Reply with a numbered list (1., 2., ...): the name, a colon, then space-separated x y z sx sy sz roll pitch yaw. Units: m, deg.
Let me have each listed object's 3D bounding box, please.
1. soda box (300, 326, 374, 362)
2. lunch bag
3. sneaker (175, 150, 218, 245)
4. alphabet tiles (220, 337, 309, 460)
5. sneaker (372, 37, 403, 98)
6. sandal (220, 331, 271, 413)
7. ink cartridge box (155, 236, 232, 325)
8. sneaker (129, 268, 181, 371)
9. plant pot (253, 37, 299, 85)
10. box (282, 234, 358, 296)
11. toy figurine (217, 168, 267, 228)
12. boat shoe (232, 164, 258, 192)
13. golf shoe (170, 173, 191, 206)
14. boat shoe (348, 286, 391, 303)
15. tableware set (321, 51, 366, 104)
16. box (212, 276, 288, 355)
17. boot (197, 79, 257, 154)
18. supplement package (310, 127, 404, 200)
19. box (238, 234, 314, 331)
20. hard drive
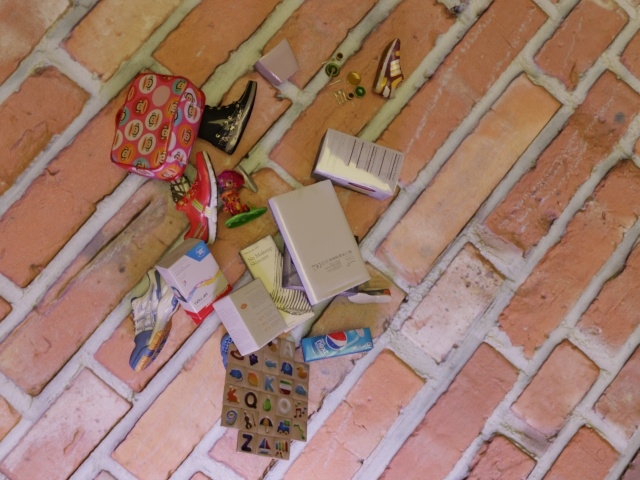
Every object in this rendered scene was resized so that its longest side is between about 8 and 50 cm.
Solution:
1. soda box: 0.049 0.315 1.731 0.209 0.071 0.067 -9 74 -8
2. lunch bag: -0.479 -0.326 1.629 0.258 0.120 0.293 13 83 25
3. sneaker: -0.349 -0.114 1.617 0.118 0.107 0.279 0 109 -12
4. alphabet tiles: -0.149 0.433 1.623 0.285 0.011 0.343 23 55 -32
5. sneaker: 0.227 -0.538 1.801 0.083 0.069 0.186 20 91 -16
6. sandal: -0.204 0.409 1.666 0.126 0.138 0.318 -23 89 -2
7. ink cartridge box: -0.344 0.123 1.622 0.134 0.078 0.231 -45 123 -31
8. sneaker: -0.496 0.225 1.657 0.130 0.112 0.297 22 76 1
9. plant pot: -0.126 -0.530 1.730 0.109 0.109 0.096 -42 106 -7
10. box: 0.003 0.062 1.693 0.230 0.056 0.183 10 71 -26
11. toy figurine: -0.255 -0.132 1.670 0.130 0.173 0.159 -28 85 20
12. boat shoe: -0.230 -0.181 1.738 0.035 0.035 0.100 -37 98 20
13. golf shoe: -0.417 -0.150 1.686 0.198 0.077 0.094 44 83 -3
14. boat shoe: 0.151 0.166 1.773 0.136 0.049 0.043 0 46 -6
15. tableware set: 0.077 -0.511 1.795 0.103 0.024 0.154 -23 91 -8
16. box: -0.198 0.214 1.620 0.130 0.091 0.171 -30 90 -46
17. boot: -0.299 -0.392 1.708 0.178 0.085 0.237 21 86 -4
18. supplement package: 0.109 -0.226 1.731 0.243 0.139 0.134 17 84 -6
19. box: -0.132 0.126 1.707 0.113 0.094 0.275 -31 93 -9
20. hard drive: 0.000 0.000 1.651 0.210 0.040 0.319 -21 86 -32
